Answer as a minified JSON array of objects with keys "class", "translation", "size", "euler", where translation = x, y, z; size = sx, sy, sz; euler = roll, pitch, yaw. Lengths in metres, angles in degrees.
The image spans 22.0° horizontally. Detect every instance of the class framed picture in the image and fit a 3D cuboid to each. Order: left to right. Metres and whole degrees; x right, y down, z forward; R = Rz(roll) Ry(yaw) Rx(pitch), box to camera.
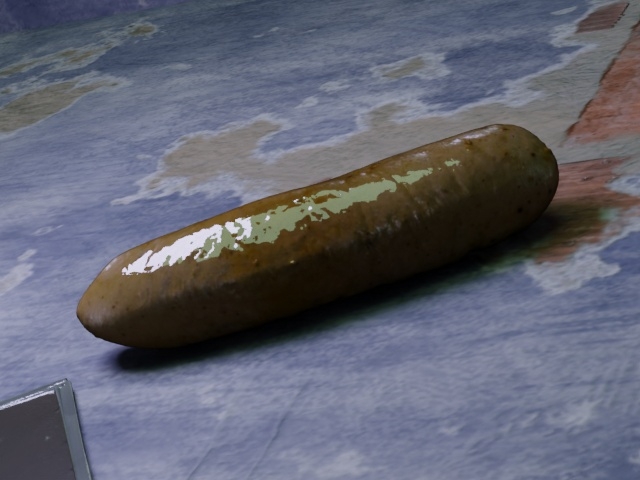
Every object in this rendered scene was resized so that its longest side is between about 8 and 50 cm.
[{"class":"framed picture","translation":[-0.308,0.208,1.486],"size":[0.197,0.014,0.252],"euler":[-19,21,-7]}]

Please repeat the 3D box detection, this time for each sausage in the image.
[{"class":"sausage","translation":[0.000,0.001,1.624],"size":[0.501,0.123,0.136],"euler":[-19,19,-5]}]
